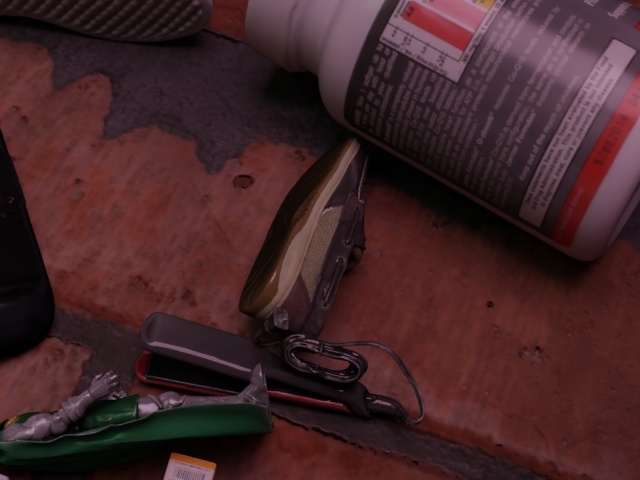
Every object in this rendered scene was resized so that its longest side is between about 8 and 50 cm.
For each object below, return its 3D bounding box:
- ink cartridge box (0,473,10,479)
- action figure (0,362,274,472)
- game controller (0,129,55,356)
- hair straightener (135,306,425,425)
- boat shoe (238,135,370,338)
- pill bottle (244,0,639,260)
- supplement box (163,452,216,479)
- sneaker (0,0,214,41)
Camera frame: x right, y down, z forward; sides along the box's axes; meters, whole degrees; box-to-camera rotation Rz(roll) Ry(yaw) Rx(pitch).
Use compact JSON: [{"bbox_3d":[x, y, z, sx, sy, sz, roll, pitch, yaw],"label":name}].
[{"bbox_3d":[-0.363,0.227,0.950,0.223,0.045,0.224,19,55,6],"label":"ink cartridge box"},{"bbox_3d":[-0.153,0.135,1.008,0.232,0.137,0.063,-9,74,-2],"label":"action figure"},{"bbox_3d":[-0.332,-0.032,1.139,0.167,0.067,0.319,-6,55,-29],"label":"game controller"},{"bbox_3d":[-0.029,0.097,1.058,0.231,0.089,0.047,16,46,4],"label":"hair straightener"},{"bbox_3d":[0.000,0.000,1.146,0.073,0.080,0.223,41,41,-13],"label":"boat shoe"},{"bbox_3d":[0.129,-0.155,1.181,0.363,0.210,0.210,31,57,13],"label":"pill bottle"},{"bbox_3d":[-0.105,0.212,0.984,0.036,0.062,0.098,14,55,1],"label":"supplement box"},{"bbox_3d":[-0.252,-0.273,1.270,0.321,0.126,0.127,7,60,0],"label":"sneaker"}]
